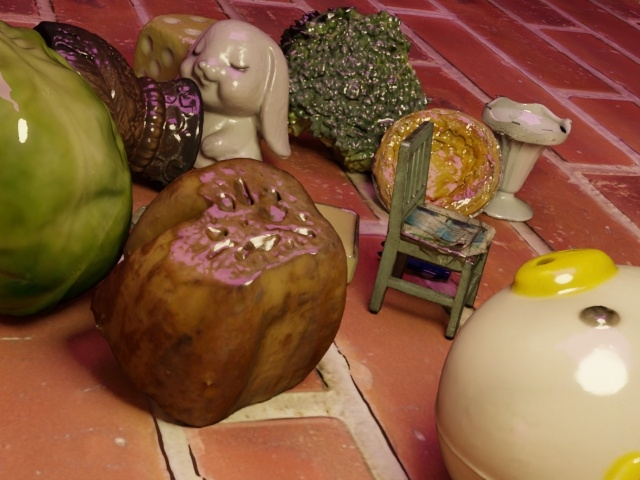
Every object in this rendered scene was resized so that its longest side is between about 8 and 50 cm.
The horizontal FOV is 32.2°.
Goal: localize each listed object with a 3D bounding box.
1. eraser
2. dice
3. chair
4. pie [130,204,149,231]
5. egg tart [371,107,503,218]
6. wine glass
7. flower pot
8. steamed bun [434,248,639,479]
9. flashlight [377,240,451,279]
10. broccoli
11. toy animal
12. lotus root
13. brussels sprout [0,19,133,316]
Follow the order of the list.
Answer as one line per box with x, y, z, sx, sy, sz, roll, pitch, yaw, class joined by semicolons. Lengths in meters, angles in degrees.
0.000;0.000;1.737;0.117;0.058;0.172;11;25;-3;eraser
-0.260;-0.347;2.209;0.166;0.169;0.169;-13;35;-41;dice
0.175;-0.015;1.601;0.147;0.270;0.136;18;25;14;chair
-0.177;0.000;1.669;0.240;0.054;0.240;12;24;-5;pie
0.208;-0.123;1.969;0.234;0.234;0.094;21;-16;18;egg tart
0.357;-0.148;2.037;0.165;0.196;0.165;8;27;-4;wine glass
-0.345;-0.194;1.781;0.267;0.266;0.266;10;23;-32;flower pot
0.300;0.180;1.214;0.334;0.334;0.374;30;35;33;steamed bun
0.148;0.036;1.757;0.121;0.057;0.035;21;62;3;flashlight
0.064;-0.285;2.134;0.348;0.293;0.281;33;-13;2;broccoli
-0.167;-0.262;1.967;0.271;0.265;0.206;22;25;25;toy animal
-0.123;0.033;1.326;0.316;0.250;0.316;15;46;-16;lotus root
-0.413;-0.073;1.410;0.361;0.342;0.425;53;-4;-3;brussels sprout
